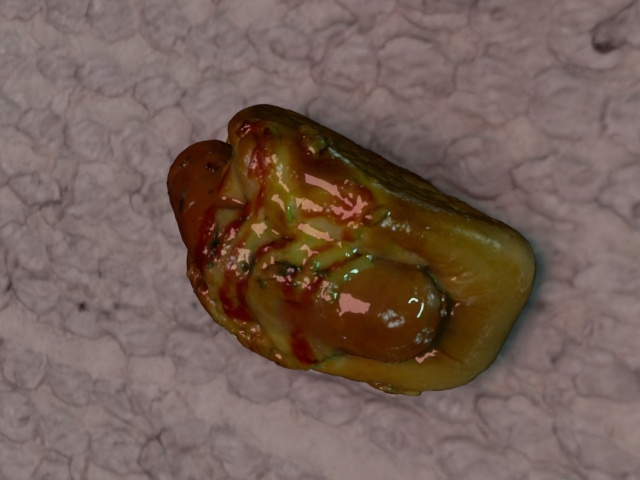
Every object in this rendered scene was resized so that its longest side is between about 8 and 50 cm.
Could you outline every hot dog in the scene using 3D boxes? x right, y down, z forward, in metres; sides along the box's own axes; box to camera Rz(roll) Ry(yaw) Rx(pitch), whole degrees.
[{"bbox_3d":[0.000,0.000,0.872,0.257,0.153,0.150,31,108,33],"label":"hot dog"}]
